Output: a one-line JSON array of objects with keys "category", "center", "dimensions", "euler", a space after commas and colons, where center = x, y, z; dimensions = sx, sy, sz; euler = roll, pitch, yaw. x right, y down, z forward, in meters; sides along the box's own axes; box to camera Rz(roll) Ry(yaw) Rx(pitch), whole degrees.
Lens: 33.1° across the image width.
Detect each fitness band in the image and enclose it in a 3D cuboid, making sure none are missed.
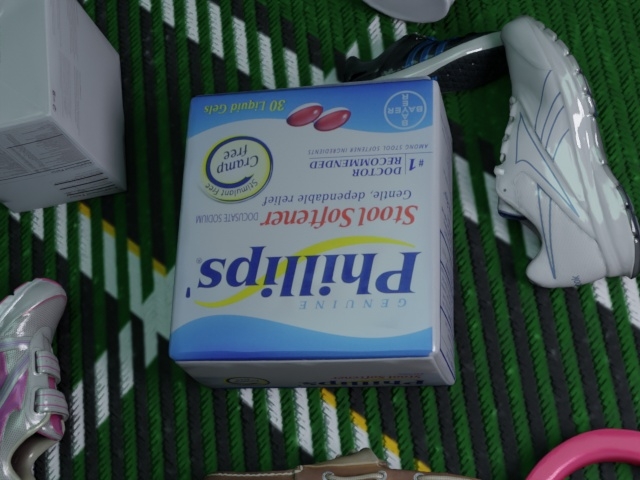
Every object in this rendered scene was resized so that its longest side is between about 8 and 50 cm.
[{"category": "fitness band", "center": [0.308, 0.306, 0.980], "dimensions": [0.291, 0.054, 0.209], "euler": [41, 81, 22]}]

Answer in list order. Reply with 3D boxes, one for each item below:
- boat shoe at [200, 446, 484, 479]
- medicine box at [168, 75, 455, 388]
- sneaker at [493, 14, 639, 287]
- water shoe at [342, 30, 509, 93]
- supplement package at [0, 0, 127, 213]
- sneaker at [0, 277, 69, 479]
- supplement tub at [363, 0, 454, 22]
[{"category": "boat shoe", "center": [0.032, 0.264, 1.033], "dimensions": [0.324, 0.123, 0.116], "euler": [6, 44, 22]}, {"category": "medicine box", "center": [0.000, 0.000, 1.107], "dimensions": [0.263, 0.149, 0.289], "euler": [-3, 69, 12]}, {"category": "sneaker", "center": [0.229, -0.090, 1.100], "dimensions": [0.129, 0.111, 0.297], "euler": [-19, 75, 14]}, {"category": "water shoe", "center": [0.121, -0.205, 1.196], "dimensions": [0.203, 0.073, 0.080], "euler": [-19, 62, 4]}, {"category": "supplement package", "center": [-0.328, -0.164, 1.213], "dimensions": [0.149, 0.203, 0.194], "euler": [-11, 68, 9]}, {"category": "sneaker", "center": [-0.315, 0.166, 1.153], "dimensions": [0.111, 0.103, 0.252], "euler": [15, 81, 13]}, {"category": "supplement tub", "center": [0.120, -0.363, 1.214], "dimensions": [0.144, 0.144, 0.200], "euler": [17, 76, 18]}]
